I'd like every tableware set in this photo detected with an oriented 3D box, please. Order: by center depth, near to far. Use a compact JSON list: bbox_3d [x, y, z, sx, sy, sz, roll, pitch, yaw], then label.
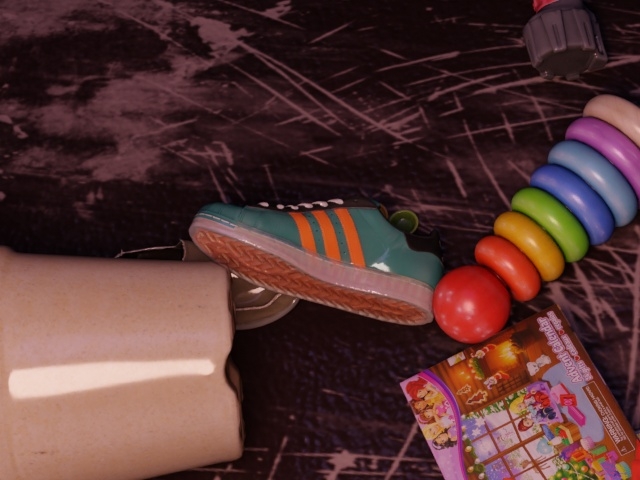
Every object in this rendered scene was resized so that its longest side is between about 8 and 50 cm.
[{"bbox_3d":[0.038,-0.010,1.780,0.154,0.024,0.104,14,66,20],"label":"tableware set"}]

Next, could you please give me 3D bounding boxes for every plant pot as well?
[{"bbox_3d":[-0.242,0.147,1.620,0.305,0.334,0.334,-4,61,-2],"label":"plant pot"}]

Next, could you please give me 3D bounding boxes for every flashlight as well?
[{"bbox_3d":[0.274,-0.347,1.863,0.103,0.103,0.304,-26,56,30],"label":"flashlight"}]

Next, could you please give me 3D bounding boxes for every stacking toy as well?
[{"bbox_3d":[0.260,-0.009,1.668,0.330,0.141,0.141,-46,62,-8],"label":"stacking toy"}]

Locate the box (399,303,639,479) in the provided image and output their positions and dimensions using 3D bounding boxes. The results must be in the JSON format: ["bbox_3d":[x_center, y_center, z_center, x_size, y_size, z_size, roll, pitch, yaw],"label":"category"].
[{"bbox_3d":[0.231,0.228,1.551,0.201,0.057,0.293,-28,49,2],"label":"box"}]

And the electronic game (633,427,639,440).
[{"bbox_3d":[0.358,0.302,1.518,0.229,0.048,0.229,-6,61,10],"label":"electronic game"}]

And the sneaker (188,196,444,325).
[{"bbox_3d":[0.000,0.000,1.692,0.302,0.108,0.121,19,65,-11],"label":"sneaker"}]

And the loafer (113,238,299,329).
[{"bbox_3d":[-0.144,0.050,1.754,0.251,0.087,0.094,-3,61,12],"label":"loafer"}]
